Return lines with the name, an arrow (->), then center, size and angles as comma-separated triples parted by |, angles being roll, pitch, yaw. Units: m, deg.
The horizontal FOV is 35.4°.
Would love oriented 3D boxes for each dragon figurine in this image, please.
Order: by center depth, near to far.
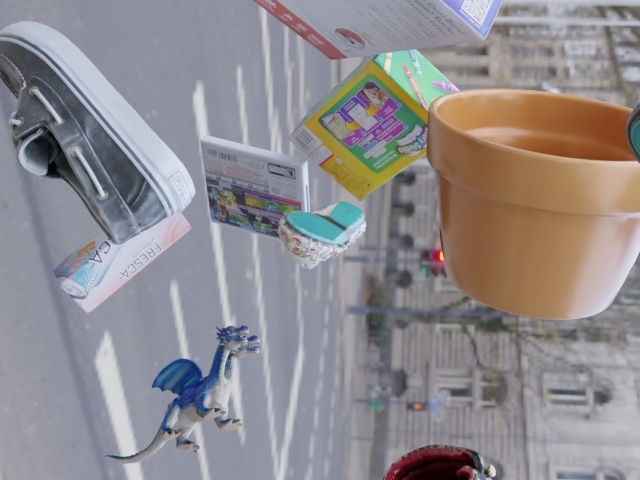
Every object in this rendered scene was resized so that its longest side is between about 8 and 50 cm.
dragon figurine -> -0.203, 0.241, 1.544 | 0.085, 0.289, 0.144 | 38, 26, -42

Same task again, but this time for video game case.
video game case -> -0.111, -0.085, 1.758 | 0.023, 0.201, 0.183 | -54, 151, -44

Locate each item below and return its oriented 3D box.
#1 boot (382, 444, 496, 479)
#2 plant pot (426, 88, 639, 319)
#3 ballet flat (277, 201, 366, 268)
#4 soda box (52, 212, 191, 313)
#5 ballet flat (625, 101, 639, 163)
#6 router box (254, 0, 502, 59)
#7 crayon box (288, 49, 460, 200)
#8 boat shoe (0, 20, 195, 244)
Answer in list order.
boot -> 0.221, 0.377, 1.089 | 0.284, 0.138, 0.377 | 53, -11, -11
plant pot -> 0.256, -0.041, 1.154 | 0.291, 0.291, 0.203 | -74, 170, -68
ballet flat -> 0.000, 0.000, 1.381 | 0.077, 0.091, 0.241 | -59, 164, 18
soda box -> -0.266, 0.011, 1.345 | 0.063, 0.183, 0.058 | 53, -8, -31
ballet flat -> 0.307, -0.021, 0.744 | 0.068, 0.072, 0.213 | -30, 88, -46
router box -> -0.011, -0.331, 1.090 | 0.301, 0.335, 0.082 | 8, -111, 58
crayon box -> 0.088, -0.189, 1.594 | 0.278, 0.165, 0.081 | -35, -163, 54
boat shoe -> -0.277, -0.123, 1.075 | 0.119, 0.335, 0.121 | -37, 147, -20
